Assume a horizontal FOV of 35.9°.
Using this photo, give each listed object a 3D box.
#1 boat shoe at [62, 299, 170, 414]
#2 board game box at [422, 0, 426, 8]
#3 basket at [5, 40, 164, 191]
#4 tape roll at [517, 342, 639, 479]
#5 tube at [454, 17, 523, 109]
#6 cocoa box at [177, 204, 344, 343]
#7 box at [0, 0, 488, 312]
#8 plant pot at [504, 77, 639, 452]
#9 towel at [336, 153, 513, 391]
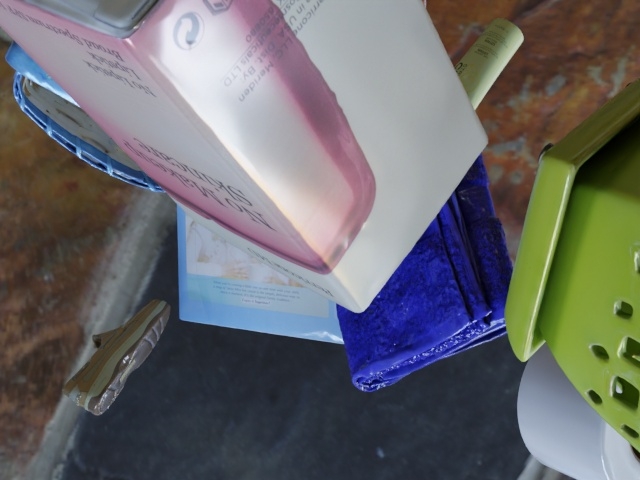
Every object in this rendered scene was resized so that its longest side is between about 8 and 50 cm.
[{"bbox_3d":[-0.275,0.142,1.325,0.072,0.068,0.190,25,49,12],"label":"boat shoe"},{"bbox_3d":[-0.004,-0.300,1.278,0.281,0.027,0.145,0,96,15],"label":"board game box"},{"bbox_3d":[-0.193,-0.160,1.060,0.255,0.289,0.201,33,101,-16],"label":"basket"},{"bbox_3d":[0.434,0.243,1.447,0.246,0.169,0.246,-5,100,-32],"label":"tape roll"},{"bbox_3d":[0.237,-0.252,1.590,0.062,0.070,0.240,43,78,-22],"label":"tube"},{"bbox_3d":[0.000,0.000,1.385,0.347,0.228,0.231,6,103,24],"label":"cocoa box"},{"bbox_3d":[-0.038,-0.089,0.485,0.126,0.149,0.232,-54,142,-12],"label":"box"},{"bbox_3d":[0.274,0.009,0.741,0.227,0.207,0.228,-36,144,-37],"label":"plant pot"},{"bbox_3d":[0.078,-0.017,1.035,0.076,0.228,0.308,11,58,-42],"label":"towel"}]
